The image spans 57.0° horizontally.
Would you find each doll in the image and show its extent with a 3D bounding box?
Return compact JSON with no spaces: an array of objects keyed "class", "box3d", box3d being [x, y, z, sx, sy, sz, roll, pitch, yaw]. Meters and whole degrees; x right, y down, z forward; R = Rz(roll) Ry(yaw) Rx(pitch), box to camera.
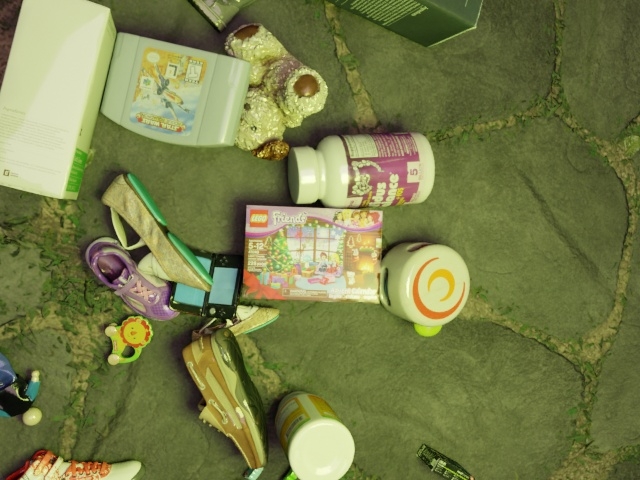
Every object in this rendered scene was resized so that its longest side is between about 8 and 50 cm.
[{"class":"doll","box3d":[-0.643,0.305,1.221,0.129,0.046,0.188,-33,100,-9]}]

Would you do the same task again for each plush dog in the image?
[{"class":"plush dog","box3d":[-0.116,-0.296,1.275,0.262,0.211,0.225,44,97,15]}]

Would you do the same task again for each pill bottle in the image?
[{"class":"pill bottle","box3d":[-0.025,0.414,1.280,0.137,0.246,0.136,-1,94,-14]},{"class":"pill bottle","box3d":[0.085,-0.153,1.315,0.302,0.169,0.169,-6,95,-13]}]

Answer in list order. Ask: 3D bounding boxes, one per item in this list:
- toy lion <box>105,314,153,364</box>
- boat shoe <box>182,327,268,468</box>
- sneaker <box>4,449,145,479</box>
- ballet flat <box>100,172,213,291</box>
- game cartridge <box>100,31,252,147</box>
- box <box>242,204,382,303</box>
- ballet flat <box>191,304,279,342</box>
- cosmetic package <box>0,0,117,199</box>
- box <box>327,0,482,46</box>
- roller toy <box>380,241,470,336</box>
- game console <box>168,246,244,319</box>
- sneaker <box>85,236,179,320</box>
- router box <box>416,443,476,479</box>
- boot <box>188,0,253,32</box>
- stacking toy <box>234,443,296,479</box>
[{"class":"toy lion","box3d":[-0.411,0.213,1.276,0.096,0.034,0.100,-4,95,-7]},{"class":"boat shoe","box3d":[-0.203,0.345,1.273,0.120,0.122,0.323,-18,102,2]},{"class":"sneaker","box3d":[-0.522,0.498,1.240,0.270,0.090,0.144,-23,101,-9]},{"class":"ballet flat","box3d":[-0.348,0.005,1.229,0.106,0.107,0.316,-38,78,-1]},{"class":"game cartridge","box3d":[-0.301,-0.298,1.202,0.298,0.062,0.197,16,92,12]},{"class":"box","box3d":[-0.017,0.031,1.269,0.294,0.057,0.200,2,87,-1]},{"class":"ballet flat","box3d":[-0.193,0.184,1.314,0.206,0.073,0.067,-27,102,-13]},{"class":"cosmetic package","box3d":[-0.519,-0.273,1.144,0.155,0.197,0.365,15,91,-15]},{"class":"box","box3d":[0.162,-0.647,1.266,0.396,0.212,0.293,18,88,-20]},{"class":"roller toy","box3d":[0.237,0.096,1.380,0.191,0.146,0.209,42,77,-22]},{"class":"game console","box3d":[-0.243,0.091,1.271,0.124,0.085,0.143,2,76,26]},{"class":"sneaker","box3d":[-0.396,0.091,1.242,0.236,0.104,0.095,42,82,-14]},{"class":"router box","box3d":[0.309,0.559,1.453,0.123,0.092,0.038,33,85,-14]},{"class":"boot","box3d":[-0.200,-0.579,1.268,0.208,0.076,0.190,-46,117,-1]},{"class":"stacking toy","box3d":[-0.175,0.560,1.355,0.167,0.052,0.221,42,80,-13]}]
